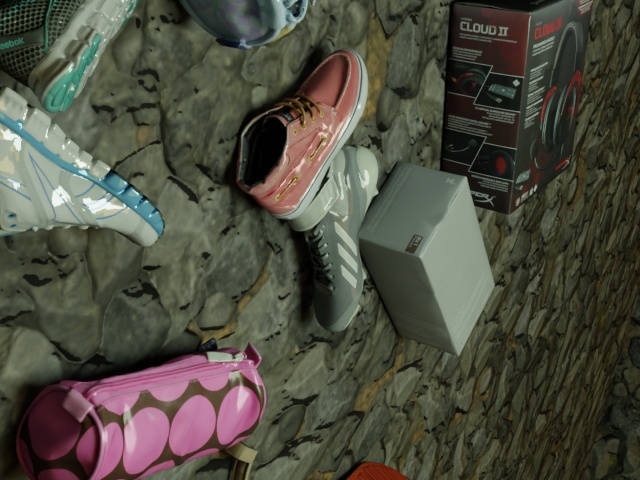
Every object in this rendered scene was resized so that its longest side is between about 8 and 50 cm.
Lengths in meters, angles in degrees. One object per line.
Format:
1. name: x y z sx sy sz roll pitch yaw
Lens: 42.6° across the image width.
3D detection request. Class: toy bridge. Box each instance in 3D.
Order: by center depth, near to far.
1. toy bridge: -0.114 0.298 0.843 0.188 0.026 0.063 -64 149 -12

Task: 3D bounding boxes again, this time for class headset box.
1. headset box: 0.264 -0.213 1.099 0.218 0.110 0.293 -31 130 -46

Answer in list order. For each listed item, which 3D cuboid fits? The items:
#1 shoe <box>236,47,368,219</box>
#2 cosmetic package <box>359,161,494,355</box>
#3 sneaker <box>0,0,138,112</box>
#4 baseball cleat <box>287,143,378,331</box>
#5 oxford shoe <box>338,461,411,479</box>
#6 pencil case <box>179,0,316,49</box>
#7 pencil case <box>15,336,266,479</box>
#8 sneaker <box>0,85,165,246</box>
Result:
1. shoe: -0.016 -0.110 0.760 0.178 0.063 0.081 -64 153 -5
2. cosmetic package: 0.138 0.027 1.033 0.127 0.107 0.238 -56 142 -25
3. sneaker: -0.159 -0.158 0.518 0.065 0.076 0.167 -49 -163 46
4. baseball cleat: 0.000 0.000 0.853 0.109 0.072 0.206 -3 106 -40
5. oxford shoe: 0.052 0.368 1.095 0.271 0.097 0.098 10 116 -54
6. pencil case: -0.007 -0.274 0.639 0.273 0.124 0.113 -56 145 -26
7. pencil case: -0.136 0.139 0.673 0.098 0.095 0.209 -51 158 26
8. sneaker: -0.184 -0.032 0.548 0.083 0.071 0.190 -58 139 -8
